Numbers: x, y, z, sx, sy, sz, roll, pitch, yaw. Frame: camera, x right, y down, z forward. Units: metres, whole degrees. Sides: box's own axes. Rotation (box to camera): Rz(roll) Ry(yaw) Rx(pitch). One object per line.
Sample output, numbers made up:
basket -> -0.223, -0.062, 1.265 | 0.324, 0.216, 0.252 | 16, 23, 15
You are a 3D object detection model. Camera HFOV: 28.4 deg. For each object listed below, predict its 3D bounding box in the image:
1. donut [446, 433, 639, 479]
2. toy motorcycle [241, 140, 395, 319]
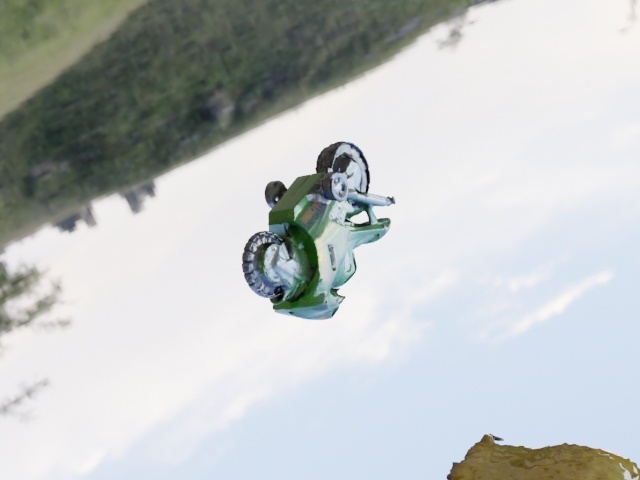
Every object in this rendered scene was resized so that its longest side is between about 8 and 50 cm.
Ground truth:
donut -> 0.101, 0.156, 0.434 | 0.078, 0.181, 0.146 | -13, -136, 29
toy motorcycle -> 0.000, 0.000, 1.031 | 0.074, 0.106, 0.190 | -8, -150, 37
